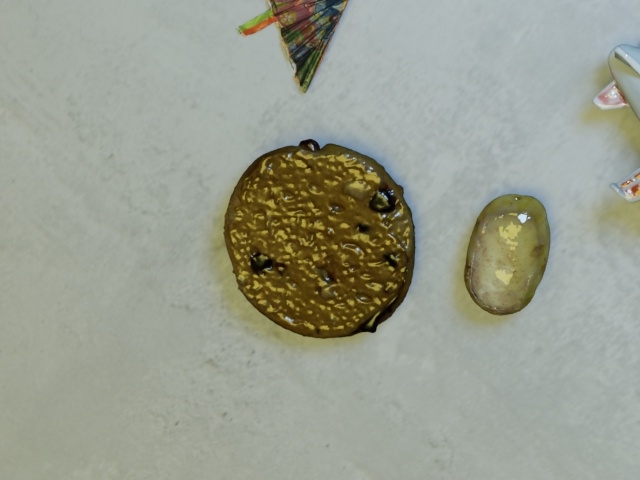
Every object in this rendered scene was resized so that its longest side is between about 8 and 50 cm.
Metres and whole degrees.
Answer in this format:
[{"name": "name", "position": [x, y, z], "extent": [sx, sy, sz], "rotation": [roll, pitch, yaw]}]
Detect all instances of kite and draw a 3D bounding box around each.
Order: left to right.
[{"name": "kite", "position": [-0.038, -0.323, 1.497], "extent": [0.183, 0.014, 0.241], "rotation": [-20, 100, 27]}]

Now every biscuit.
[{"name": "biscuit", "position": [0.000, 0.000, 1.559], "extent": [0.296, 0.075, 0.295], "rotation": [5, 111, 12]}]

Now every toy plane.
[{"name": "toy plane", "position": [0.442, -0.145, 1.317], "extent": [0.252, 0.118, 0.252], "rotation": [1, 93, 16]}]

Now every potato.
[{"name": "potato", "position": [0.247, 0.020, 1.475], "extent": [0.107, 0.080, 0.170], "rotation": [8, 114, 9]}]
